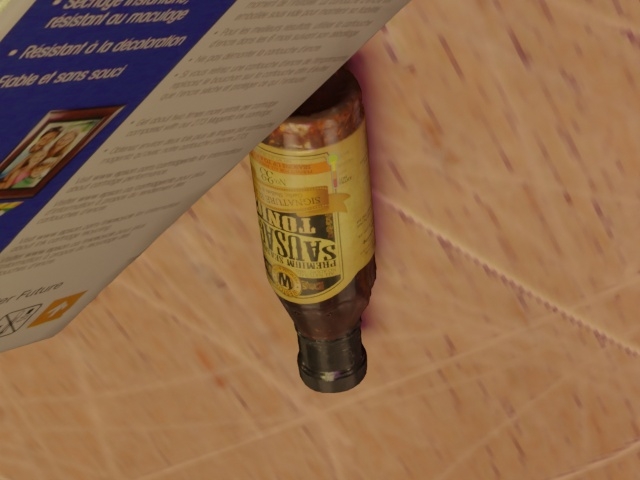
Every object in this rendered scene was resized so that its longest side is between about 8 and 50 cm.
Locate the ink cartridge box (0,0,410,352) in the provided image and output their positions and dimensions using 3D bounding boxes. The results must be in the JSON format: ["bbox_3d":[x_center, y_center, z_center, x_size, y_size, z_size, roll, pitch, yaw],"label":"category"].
[{"bbox_3d":[-0.036,-0.075,0.390,0.371,0.175,0.069,-38,78,32],"label":"ink cartridge box"}]

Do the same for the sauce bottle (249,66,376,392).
[{"bbox_3d":[0.000,0.000,0.540,0.042,0.042,0.128,-5,127,5],"label":"sauce bottle"}]
